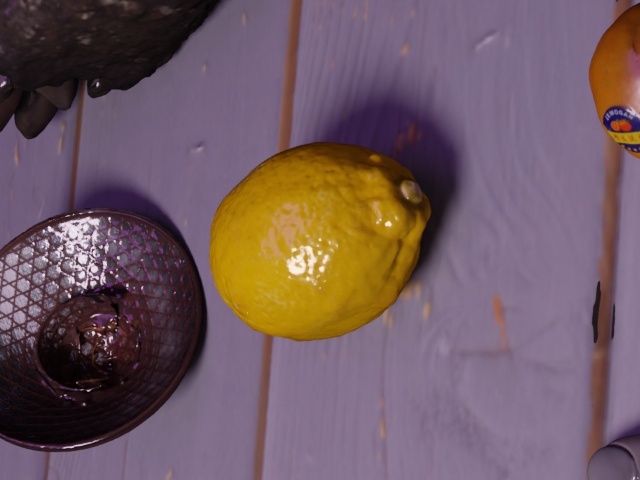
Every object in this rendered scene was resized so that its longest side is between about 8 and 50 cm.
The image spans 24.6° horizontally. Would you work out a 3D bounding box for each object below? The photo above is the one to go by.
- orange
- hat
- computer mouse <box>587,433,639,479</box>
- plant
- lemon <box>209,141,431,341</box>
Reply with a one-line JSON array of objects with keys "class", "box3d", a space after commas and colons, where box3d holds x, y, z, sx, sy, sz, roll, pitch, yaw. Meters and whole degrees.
[{"class": "orange", "box3d": [0.169, -0.076, 0.700, 0.083, 0.083, 0.084, -11, 75, 49]}, {"class": "hat", "box3d": [-0.167, 0.078, 1.086, 0.193, 0.082, 0.193, -7, 59, 12]}, {"class": "computer mouse", "box3d": [0.160, 0.126, 0.706, 0.096, 0.039, 0.066, -1, 83, 51]}, {"class": "plant", "box3d": [-0.197, -0.180, 1.082, 0.320, 0.181, 0.194, -25, 71, 48]}, {"class": "lemon", "box3d": [0.000, 0.000, 0.866, 0.155, 0.114, 0.114, -24, 66, 42]}]
